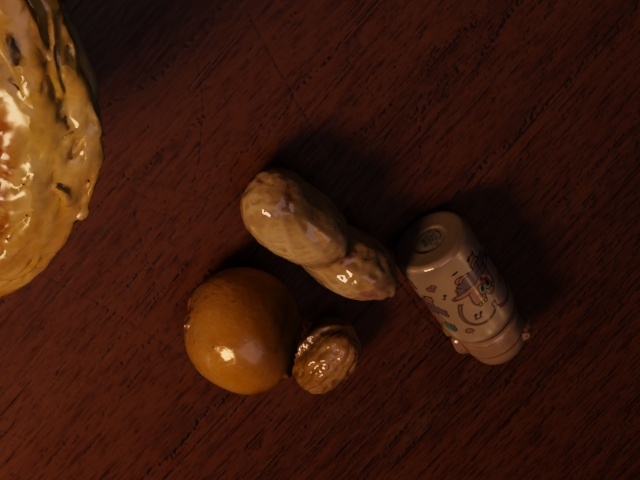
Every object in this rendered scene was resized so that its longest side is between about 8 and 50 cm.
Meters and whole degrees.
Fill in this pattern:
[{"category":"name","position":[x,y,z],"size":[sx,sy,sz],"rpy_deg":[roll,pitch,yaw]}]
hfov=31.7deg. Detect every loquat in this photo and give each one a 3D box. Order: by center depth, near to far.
[{"category":"loquat","position":[-0.087,0.101,1.247],"size":[0.141,0.141,0.141],"rpy_deg":[-9,120,-16]}]

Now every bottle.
[{"category":"bottle","position":[0.171,0.068,1.358],"size":[0.110,0.097,0.209],"rpy_deg":[-17,129,27]}]

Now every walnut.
[{"category":"walnut","position":[0.008,0.135,1.339],"size":[0.082,0.079,0.096],"rpy_deg":[30,111,-28]}]

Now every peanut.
[{"category":"peanut","position":[0.001,-0.001,1.246],"size":[0.228,0.104,0.086],"rpy_deg":[39,77,-35]}]

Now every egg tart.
[{"category":"egg tart","position":[-0.349,-0.154,0.920],"size":[0.443,0.178,0.443],"rpy_deg":[12,123,19]}]
